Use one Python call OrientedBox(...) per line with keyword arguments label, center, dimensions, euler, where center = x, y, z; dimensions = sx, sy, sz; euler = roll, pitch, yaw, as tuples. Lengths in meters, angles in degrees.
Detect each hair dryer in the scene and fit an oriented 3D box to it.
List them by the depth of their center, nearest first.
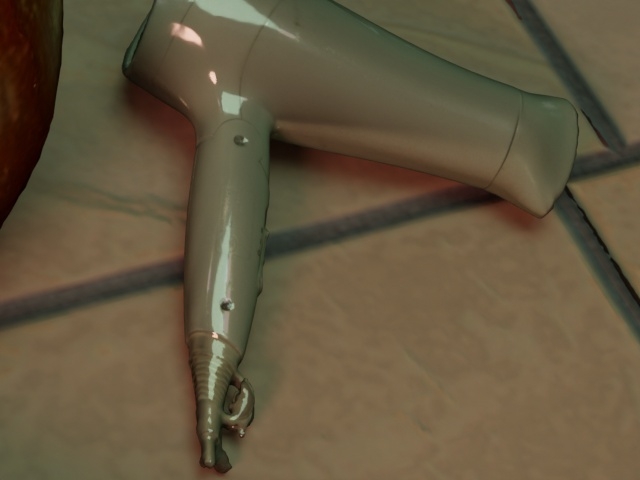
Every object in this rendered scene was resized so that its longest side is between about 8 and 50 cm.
OrientedBox(label="hair dryer", center=(0.000, 0.000, 0.803), dimensions=(0.206, 0.075, 0.237), euler=(21, 58, -10))

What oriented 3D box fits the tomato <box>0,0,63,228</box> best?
OrientedBox(label="tomato", center=(-0.241, -0.098, 0.675), dimensions=(0.304, 0.239, 0.303), euler=(7, 49, -8))
